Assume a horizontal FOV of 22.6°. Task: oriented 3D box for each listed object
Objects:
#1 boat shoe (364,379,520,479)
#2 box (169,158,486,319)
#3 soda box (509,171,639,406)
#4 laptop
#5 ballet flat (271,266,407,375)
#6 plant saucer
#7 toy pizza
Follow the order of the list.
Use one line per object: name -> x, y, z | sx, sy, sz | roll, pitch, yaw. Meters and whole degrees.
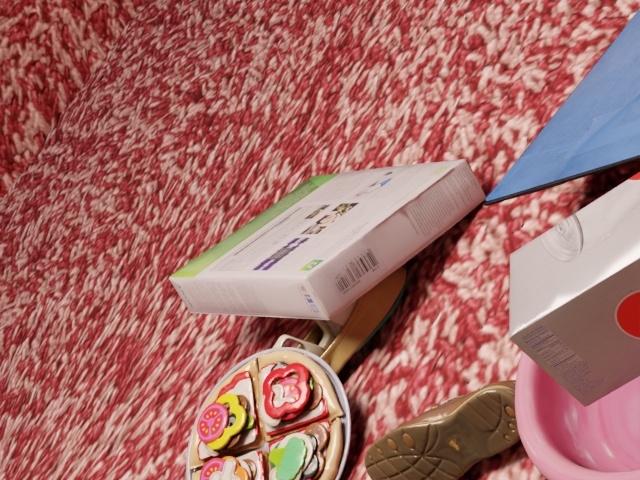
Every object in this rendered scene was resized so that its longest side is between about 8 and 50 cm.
boat shoe -> 0.116, 0.169, 1.383 | 0.178, 0.064, 0.060 | -31, -1, 34
box -> 0.000, 0.000, 1.741 | 0.232, 0.058, 0.322 | -36, 17, -25
soda box -> 0.265, -0.004, 1.110 | 0.286, 0.091, 0.098 | -35, 27, 31
laptop -> 0.308, -0.264, 1.371 | 0.236, 0.408, 0.382 | 19, 52, 31
ballet flat -> 0.001, 0.105, 1.653 | 0.232, 0.073, 0.080 | -54, 22, -8
plant saucer -> 0.292, 0.064, 1.182 | 0.332, 0.084, 0.332 | -39, 26, 23
toy pizza -> -0.058, 0.198, 1.575 | 0.201, 0.032, 0.201 | -17, 59, 30
